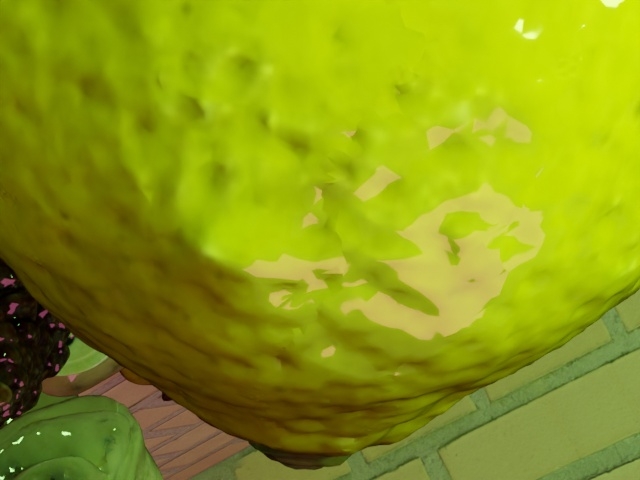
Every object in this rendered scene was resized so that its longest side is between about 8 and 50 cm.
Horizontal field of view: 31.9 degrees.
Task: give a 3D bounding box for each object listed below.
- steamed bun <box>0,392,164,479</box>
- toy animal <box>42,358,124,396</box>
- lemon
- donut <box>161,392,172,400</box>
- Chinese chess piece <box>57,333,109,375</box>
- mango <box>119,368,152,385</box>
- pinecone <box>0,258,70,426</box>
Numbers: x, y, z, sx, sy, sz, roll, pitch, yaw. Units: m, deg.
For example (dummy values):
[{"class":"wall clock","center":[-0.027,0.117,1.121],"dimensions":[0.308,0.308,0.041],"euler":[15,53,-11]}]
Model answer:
[{"class":"steamed bun","center":[-0.381,0.362,1.471],"dimensions":[0.339,0.352,0.247],"euler":[-21,174,-3]},{"class":"toy animal","center":[-0.229,0.083,1.193],"dimensions":[0.248,0.149,0.165],"euler":[-9,166,-8]},{"class":"lemon","center":[-0.002,-0.091,0.473],"dimensions":[0.350,0.387,0.350],"euler":[6,-166,-2]},{"class":"donut","center":[-0.173,0.192,1.763],"dimensions":[0.184,0.073,0.166],"euler":[-12,161,-38]},{"class":"Chinese chess piece","center":[-0.249,0.060,1.072],"dimensions":[0.144,0.144,0.058],"euler":[-26,-161,3]},{"class":"mango","center":[-0.149,0.093,1.403],"dimensions":[0.253,0.113,0.138],"euler":[-35,159,10]},{"class":"pinecone","center":[-0.307,0.069,0.898],"dimensions":[0.202,0.201,0.229],"euler":[-41,162,33]}]
